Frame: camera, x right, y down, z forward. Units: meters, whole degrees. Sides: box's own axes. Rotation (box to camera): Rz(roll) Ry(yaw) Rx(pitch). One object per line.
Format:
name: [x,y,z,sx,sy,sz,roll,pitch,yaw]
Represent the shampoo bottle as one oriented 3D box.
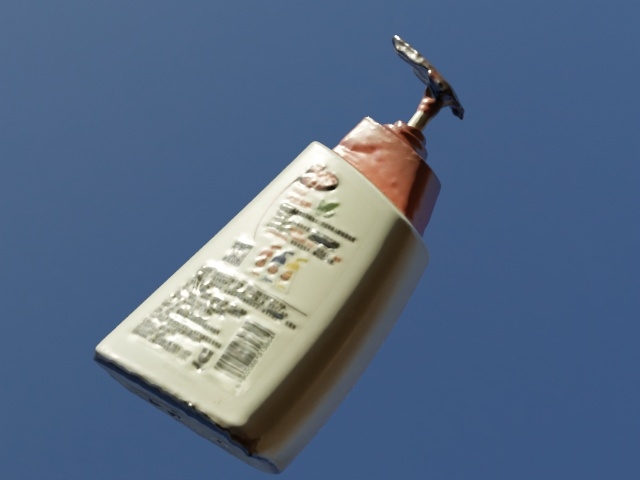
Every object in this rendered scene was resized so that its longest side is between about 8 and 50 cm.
shampoo bottle: [0.000,0.000,1.024,0.284,0.153,0.071,-51,-39,-14]
